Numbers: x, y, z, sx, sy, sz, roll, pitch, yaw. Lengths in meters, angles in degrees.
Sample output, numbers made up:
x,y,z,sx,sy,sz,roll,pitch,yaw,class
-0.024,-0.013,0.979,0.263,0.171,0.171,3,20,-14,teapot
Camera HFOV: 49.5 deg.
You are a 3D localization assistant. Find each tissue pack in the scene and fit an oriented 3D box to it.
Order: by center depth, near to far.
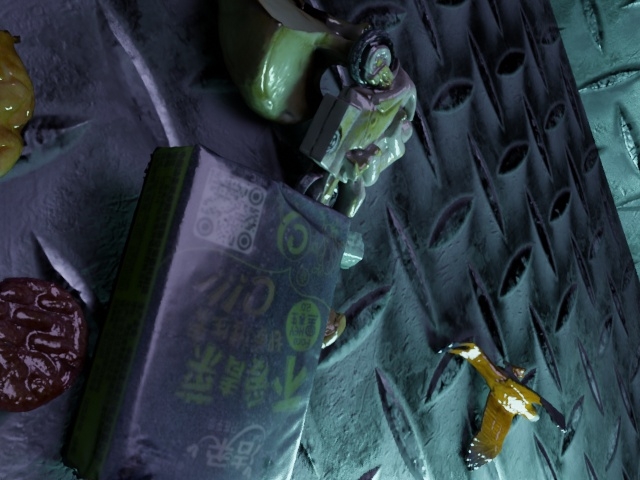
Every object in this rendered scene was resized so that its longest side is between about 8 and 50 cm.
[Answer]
x,y,z,sx,sy,sz,roll,pitch,yaw,class
-0.125,0.110,0.878,0.288,0.124,0.394,23,75,-42,tissue pack

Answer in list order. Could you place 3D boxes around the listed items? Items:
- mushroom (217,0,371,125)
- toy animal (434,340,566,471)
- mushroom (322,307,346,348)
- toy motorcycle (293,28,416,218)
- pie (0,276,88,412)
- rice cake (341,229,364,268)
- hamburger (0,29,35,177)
x,y,z,sx,sy,sz,roll,pitch,yaw,class
-0.071,-0.329,1.166,0.292,0.212,0.217,-19,52,-45,mushroom
0.387,0.324,1.578,0.284,0.225,0.302,56,24,7,toy animal
-0.077,0.033,1.063,0.123,0.095,0.351,-49,117,-28,mushroom
0.072,-0.179,1.201,0.223,0.108,0.341,11,108,-50,toy motorcycle
-0.323,0.114,0.767,0.154,0.036,0.154,18,67,-48,pie
0.000,0.000,1.188,0.206,0.069,0.063,16,67,-47,rice cake
-0.416,-0.079,0.605,0.330,0.162,0.209,-19,96,-55,hamburger
